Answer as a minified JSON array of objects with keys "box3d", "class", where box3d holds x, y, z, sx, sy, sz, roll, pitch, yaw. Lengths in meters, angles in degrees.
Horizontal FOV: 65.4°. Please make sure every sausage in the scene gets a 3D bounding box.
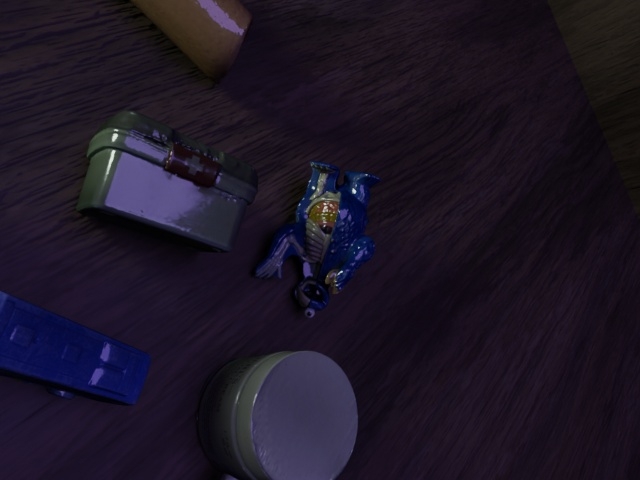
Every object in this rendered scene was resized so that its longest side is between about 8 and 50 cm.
[{"box3d":[-0.209,-0.368,0.748,0.253,0.123,0.123,43,55,-24],"class":"sausage"}]

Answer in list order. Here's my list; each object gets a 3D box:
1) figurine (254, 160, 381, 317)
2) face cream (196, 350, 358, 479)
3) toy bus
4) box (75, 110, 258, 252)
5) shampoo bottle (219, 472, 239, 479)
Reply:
[{"box3d":[0.009,-0.003,0.844,0.164,0.121,0.262,27,84,-4],"class":"figurine"},{"box3d":[-0.061,0.245,0.692,0.177,0.153,0.177,13,69,-38],"class":"face cream"},{"box3d":[-0.278,0.122,0.524,0.236,0.094,0.079,53,50,-56],"class":"toy bus"},{"box3d":[-0.203,-0.068,0.664,0.210,0.148,0.129,21,77,-34],"class":"box"},{"box3d":[-0.181,0.428,0.586,0.092,0.092,0.303,46,54,-21],"class":"shampoo bottle"}]
